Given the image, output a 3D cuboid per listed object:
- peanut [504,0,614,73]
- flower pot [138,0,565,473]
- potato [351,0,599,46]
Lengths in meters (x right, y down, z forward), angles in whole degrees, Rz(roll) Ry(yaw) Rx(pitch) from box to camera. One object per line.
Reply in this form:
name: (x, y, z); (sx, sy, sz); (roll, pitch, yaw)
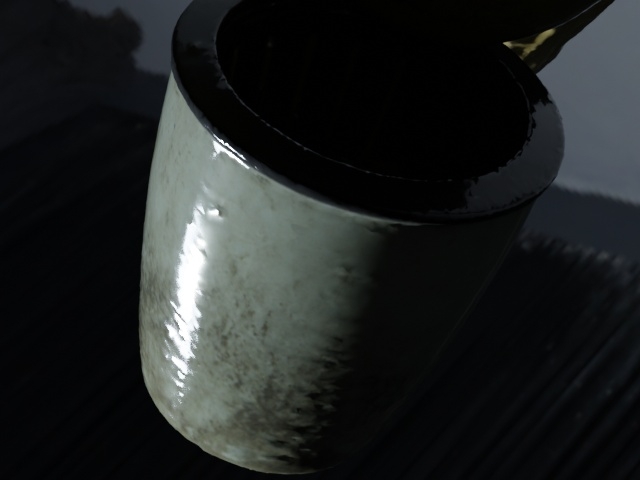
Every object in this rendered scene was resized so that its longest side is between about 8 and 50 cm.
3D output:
peanut: (0.190, -0.252, 1.255); (0.158, 0.174, 0.340); (31, 138, -19)
flower pot: (0.000, 0.000, 1.152); (0.294, 0.294, 0.330); (35, 133, 19)
potato: (0.059, -0.292, 0.962); (0.359, 0.219, 0.270); (44, 137, -12)
